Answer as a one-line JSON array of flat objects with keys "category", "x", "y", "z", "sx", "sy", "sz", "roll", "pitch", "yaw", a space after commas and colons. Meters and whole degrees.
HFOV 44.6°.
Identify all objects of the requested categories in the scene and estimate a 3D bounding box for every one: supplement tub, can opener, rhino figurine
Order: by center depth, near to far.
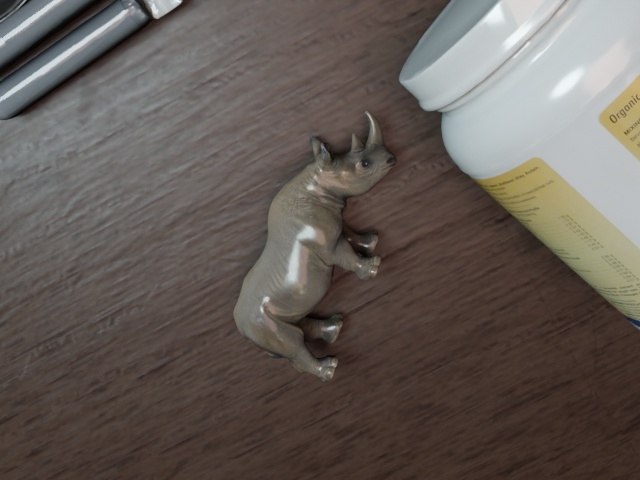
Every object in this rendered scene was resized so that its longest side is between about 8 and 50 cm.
[{"category": "supplement tub", "x": 0.240, "y": -0.092, "z": 0.606, "sx": 0.316, "sy": 0.228, "sz": 0.228, "roll": 40, "pitch": 99, "yaw": -12}, {"category": "can opener", "x": -0.176, "y": -0.198, "z": 0.634, "sx": 0.280, "sy": 0.093, "sz": 0.074, "roll": -31, "pitch": 105, "yaw": 10}, {"category": "rhino figurine", "x": 0.000, "y": 0.000, "z": 0.698, "sx": 0.106, "sy": 0.073, "sz": 0.243, "roll": 19, "pitch": 101, "yaw": -11}]

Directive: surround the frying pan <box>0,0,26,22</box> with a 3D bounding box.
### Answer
[{"category": "frying pan", "x": -0.256, "y": -0.277, "z": 0.630, "sx": 0.326, "sy": 0.053, "sz": 0.197, "roll": -9, "pitch": 105, "yaw": 3}]
